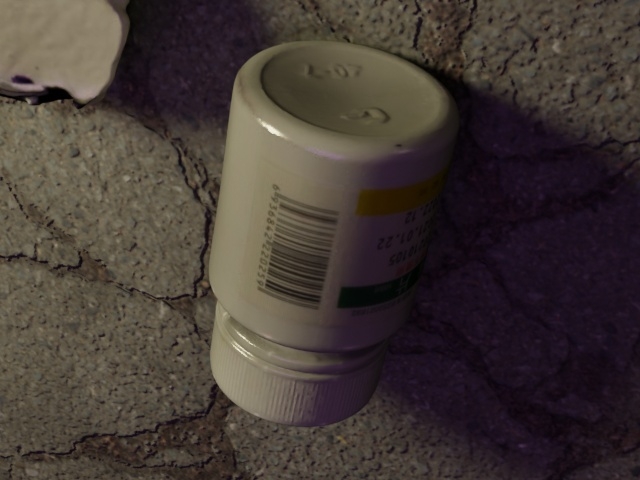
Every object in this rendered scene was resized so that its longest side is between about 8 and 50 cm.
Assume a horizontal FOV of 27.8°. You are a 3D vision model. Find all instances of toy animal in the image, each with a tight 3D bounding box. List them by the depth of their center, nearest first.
[{"bbox_3d":[-0.283,-0.233,1.222,0.208,0.156,0.204,14,123,-11],"label":"toy animal"}]

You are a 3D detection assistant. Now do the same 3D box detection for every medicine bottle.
[{"bbox_3d":[0.000,0.000,1.247,0.208,0.208,0.339,16,126,7],"label":"medicine bottle"}]
